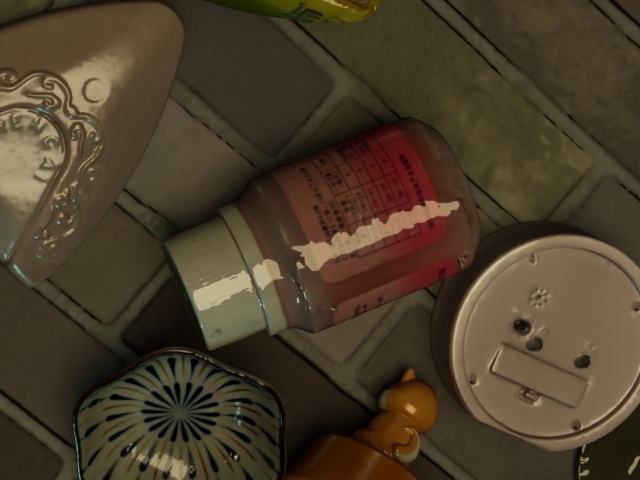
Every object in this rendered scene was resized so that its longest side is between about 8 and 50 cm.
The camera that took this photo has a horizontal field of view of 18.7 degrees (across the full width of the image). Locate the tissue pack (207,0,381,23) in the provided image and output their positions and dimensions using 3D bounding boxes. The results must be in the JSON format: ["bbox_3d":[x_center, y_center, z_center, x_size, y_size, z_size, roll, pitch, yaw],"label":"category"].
[{"bbox_3d":[-0.059,-0.249,1.474,0.192,0.271,0.134,23,91,-17],"label":"tissue pack"}]

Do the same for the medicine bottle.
[{"bbox_3d":[0.000,0.000,1.609,0.247,0.147,0.147,-22,106,-8],"label":"medicine bottle"}]

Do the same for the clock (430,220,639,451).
[{"bbox_3d":[0.200,0.084,1.715,0.197,0.068,0.196,-3,103,-13],"label":"clock"}]

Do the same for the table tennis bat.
[{"bbox_3d":[0.284,0.228,1.795,0.131,0.022,0.234,27,92,-19],"label":"table tennis bat"}]

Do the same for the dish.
[{"bbox_3d":[-0.118,0.152,1.639,0.191,0.066,0.190,-2,122,-3],"label":"dish"}]

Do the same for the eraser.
[{"bbox_3d":[-0.211,-0.108,1.574,0.243,0.059,0.204,-40,108,2],"label":"eraser"}]

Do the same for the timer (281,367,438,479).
[{"bbox_3d":[0.055,0.184,1.690,0.132,0.132,0.152,39,66,-18],"label":"timer"}]
